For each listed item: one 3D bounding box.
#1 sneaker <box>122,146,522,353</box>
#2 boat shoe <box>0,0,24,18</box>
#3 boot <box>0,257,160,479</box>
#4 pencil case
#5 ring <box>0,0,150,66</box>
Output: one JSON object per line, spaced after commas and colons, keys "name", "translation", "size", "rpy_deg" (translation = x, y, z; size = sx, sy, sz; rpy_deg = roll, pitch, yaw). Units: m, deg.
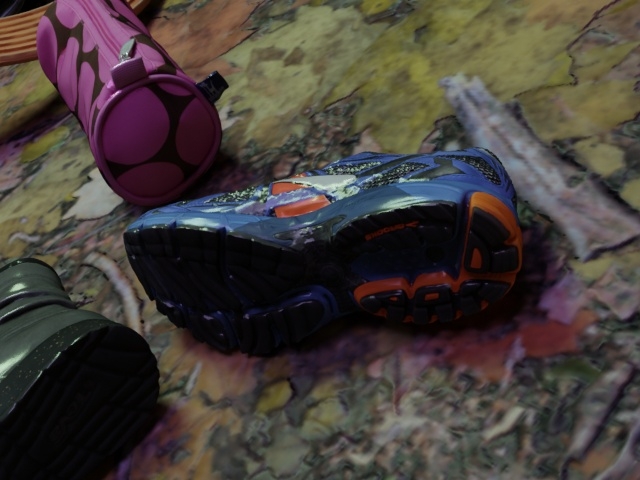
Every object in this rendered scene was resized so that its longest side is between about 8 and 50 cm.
{"name": "sneaker", "translation": [0.000, 0.000, 0.576], "size": [0.221, 0.083, 0.087], "rpy_deg": [-4, 31, 24]}
{"name": "boat shoe", "translation": [-0.419, -0.176, 1.018], "size": [0.335, 0.121, 0.119], "rpy_deg": [-36, 32, -10]}
{"name": "boot", "translation": [-0.206, 0.112, 0.589], "size": [0.246, 0.083, 0.161], "rpy_deg": [-40, 30, -22]}
{"name": "pencil case", "translation": [-0.135, -0.110, 0.765], "size": [0.095, 0.098, 0.209], "rpy_deg": [-36, 36, -6]}
{"name": "ring", "translation": [-0.301, -0.227, 0.964], "size": [0.336, 0.032, 0.337], "rpy_deg": [3, 40, -2]}
